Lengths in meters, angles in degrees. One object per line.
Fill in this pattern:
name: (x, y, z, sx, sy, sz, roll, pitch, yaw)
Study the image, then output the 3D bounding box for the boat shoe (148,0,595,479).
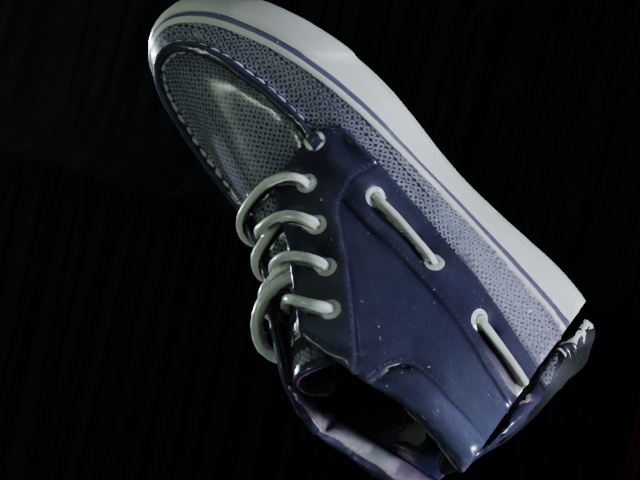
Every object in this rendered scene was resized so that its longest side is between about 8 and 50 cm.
boat shoe: (0.000, 0.000, 0.807, 0.340, 0.158, 0.127, 40, 138, 5)
